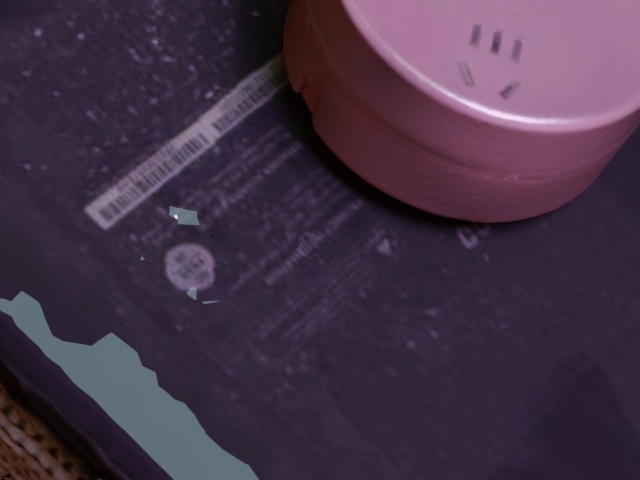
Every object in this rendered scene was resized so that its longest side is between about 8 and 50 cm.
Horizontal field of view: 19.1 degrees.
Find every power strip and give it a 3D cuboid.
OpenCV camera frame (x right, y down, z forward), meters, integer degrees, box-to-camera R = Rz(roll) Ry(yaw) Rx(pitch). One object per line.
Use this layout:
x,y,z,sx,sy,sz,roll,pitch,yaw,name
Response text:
0.067,-0.089,0.757,0.154,0.078,0.154,7,58,-12,power strip

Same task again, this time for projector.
0.000,0.000,0.872,0.405,0.242,0.395,43,60,9,projector
